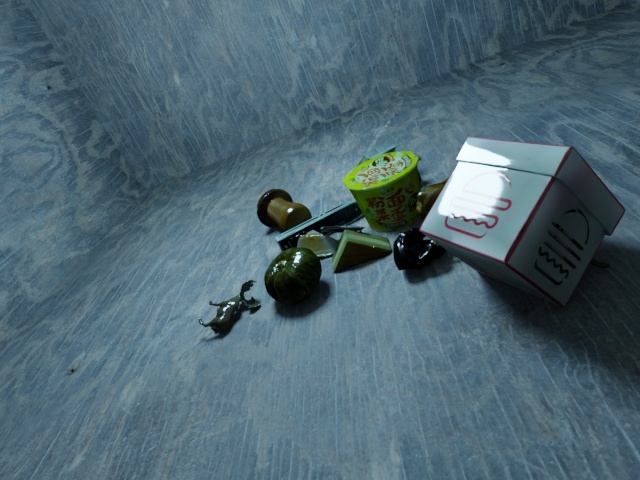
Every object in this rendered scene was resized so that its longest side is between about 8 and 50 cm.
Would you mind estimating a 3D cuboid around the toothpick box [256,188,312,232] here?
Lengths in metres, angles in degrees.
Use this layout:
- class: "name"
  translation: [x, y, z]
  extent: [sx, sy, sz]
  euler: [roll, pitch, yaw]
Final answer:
- class: "toothpick box"
  translation: [-0.170, -0.125, 2.077]
  extent: [0.192, 0.192, 0.294]
  euler: [-34, 35, -18]

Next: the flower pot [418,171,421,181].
- class: "flower pot"
  translation: [0.348, -0.289, 2.034]
  extent: [0.108, 0.103, 0.229]
  euler: [-29, 26, -11]

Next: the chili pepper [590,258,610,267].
- class: "chili pepper"
  translation: [0.685, -0.030, 1.320]
  extent: [0.137, 0.091, 0.368]
  euler: [-7, 32, 6]

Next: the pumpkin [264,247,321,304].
- class: "pumpkin"
  translation: [-0.096, 0.125, 1.592]
  extent: [0.224, 0.157, 0.223]
  euler: [-28, 34, 22]

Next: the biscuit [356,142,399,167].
- class: "biscuit"
  translation: [0.243, -0.357, 2.124]
  extent: [0.186, 0.079, 0.309]
  euler: [-27, -11, -21]

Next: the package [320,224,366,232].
- class: "package"
  translation: [0.084, -0.043, 1.760]
  extent: [0.171, 0.027, 0.173]
  euler: [-4, -5, -1]

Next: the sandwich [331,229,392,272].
- class: "sandwich"
  translation: [0.152, 0.053, 1.678]
  extent: [0.188, 0.144, 0.117]
  euler: [12, 28, -8]

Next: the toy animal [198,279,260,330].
- class: "toy animal"
  translation: [-0.322, 0.244, 1.647]
  extent: [0.186, 0.093, 0.214]
  euler: [-14, 36, 28]

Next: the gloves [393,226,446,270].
- class: "gloves"
  translation: [0.345, 0.020, 1.473]
  extent: [0.204, 0.124, 0.164]
  euler: [-3, 50, -5]

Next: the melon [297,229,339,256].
- class: "melon"
  translation: [0.002, 0.002, 1.811]
  extent: [0.203, 0.093, 0.139]
  euler: [-7, 19, 18]

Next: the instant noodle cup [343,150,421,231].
- class: "instant noodle cup"
  translation: [0.272, -0.189, 1.786]
  extent: [0.312, 0.221, 0.311]
  euler: [-19, 28, 11]

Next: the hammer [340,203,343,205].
- class: "hammer"
  translation: [0.145, -0.168, 2.079]
  extent: [0.110, 0.019, 0.035]
  euler: [-16, 28, 5]

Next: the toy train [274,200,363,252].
- class: "toy train"
  translation: [0.004, -0.065, 1.933]
  extent: [0.407, 0.086, 0.088]
  euler: [-27, 21, -6]

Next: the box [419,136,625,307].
- class: "box"
  translation: [0.507, -0.054, 1.161]
  extent: [0.299, 0.314, 0.312]
  euler: [-60, 32, 0]

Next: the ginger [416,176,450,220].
- class: "ginger"
  translation: [0.523, -0.135, 1.531]
  extent: [0.419, 0.176, 0.254]
  euler: [-10, -17, -1]
